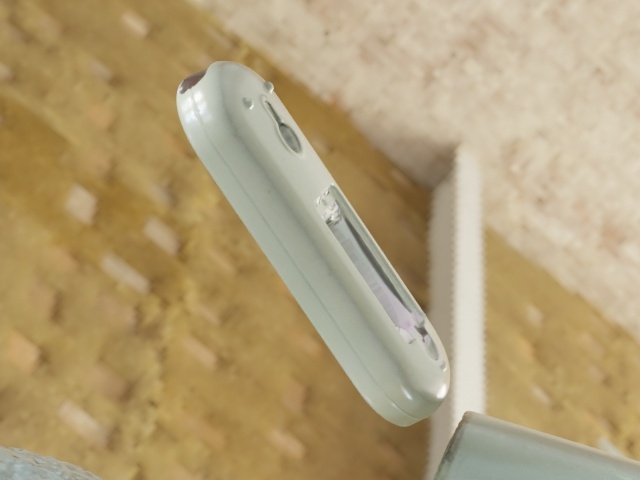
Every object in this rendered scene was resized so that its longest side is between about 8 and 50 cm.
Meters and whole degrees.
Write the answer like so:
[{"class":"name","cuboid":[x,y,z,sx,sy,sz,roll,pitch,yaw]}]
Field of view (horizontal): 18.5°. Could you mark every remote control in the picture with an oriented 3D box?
[{"class":"remote control","cuboid":[0.000,0.000,1.041,0.221,0.042,0.078,57,-158,-7]}]

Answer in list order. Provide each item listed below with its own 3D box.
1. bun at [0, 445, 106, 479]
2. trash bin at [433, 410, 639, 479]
[{"class":"bun","cuboid":[-0.193,0.290,1.109,0.362,0.362,0.211,35,173,-15]},{"class":"trash bin","cuboid":[0.244,0.278,1.084,0.432,0.280,0.280,19,-158,8]}]
